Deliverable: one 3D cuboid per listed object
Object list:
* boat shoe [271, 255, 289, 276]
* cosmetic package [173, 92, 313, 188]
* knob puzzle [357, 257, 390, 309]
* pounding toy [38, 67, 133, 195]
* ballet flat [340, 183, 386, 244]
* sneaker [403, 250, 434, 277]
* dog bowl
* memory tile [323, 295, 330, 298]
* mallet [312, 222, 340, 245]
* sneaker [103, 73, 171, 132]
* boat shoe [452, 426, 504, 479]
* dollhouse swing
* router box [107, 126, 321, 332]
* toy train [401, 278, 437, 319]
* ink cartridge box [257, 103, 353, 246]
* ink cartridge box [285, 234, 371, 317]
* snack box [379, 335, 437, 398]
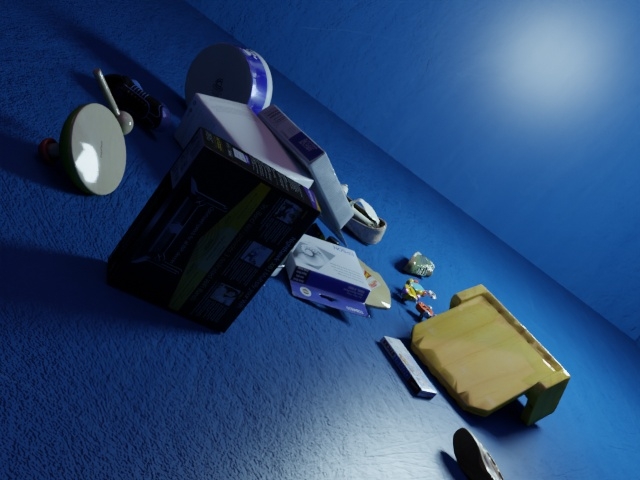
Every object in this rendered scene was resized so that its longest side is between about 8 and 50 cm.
[{"bbox_3d":[-0.163,0.011,1.672,0.301,0.102,0.108,13,31,-53],"label":"boat shoe"},{"bbox_3d":[-0.209,-0.220,2.032,0.197,0.155,0.365,6,37,-46],"label":"cosmetic package"},{"bbox_3d":[0.102,0.120,2.004,0.213,0.030,0.213,24,29,-14],"label":"knob puzzle"},{"bbox_3d":[-0.482,-0.201,1.547,0.183,0.110,0.237,62,32,-52],"label":"pounding toy"},{"bbox_3d":[0.078,-0.113,2.401,0.316,0.106,0.107,35,44,-9],"label":"ballet flat"},{"bbox_3d":[0.329,0.085,2.498,0.086,0.064,0.192,36,14,9],"label":"sneaker"},{"bbox_3d":[-0.281,-0.461,2.329,0.265,0.265,0.104,46,22,22],"label":"dog bowl"},{"bbox_3d":[0.002,0.084,1.918,0.148,0.012,0.113,44,31,22],"label":"memory tile"},{"bbox_3d":[0.000,0.000,2.138,0.039,0.062,0.190,32,4,-24],"label":"mallet"},{"bbox_3d":[-0.486,-0.360,2.007,0.232,0.081,0.090,41,20,31],"label":"sneaker"},{"bbox_3d":[0.332,0.469,1.593,0.059,0.063,0.170,23,32,-45],"label":"boat shoe"},{"bbox_3d":[0.419,0.349,2.045,0.347,0.305,0.315,49,-21,31],"label":"dollhouse swing"},{"bbox_3d":[-0.188,-0.008,1.338,0.243,0.309,0.081,29,21,-28],"label":"router box"},{"bbox_3d":[0.284,0.176,2.230,0.125,0.046,0.166,39,21,-1],"label":"toy train"},{"bbox_3d":[-0.030,-0.186,2.162,0.324,0.071,0.330,47,-11,45],"label":"ink cartridge box"},{"bbox_3d":[0.013,0.075,1.873,0.223,0.045,0.224,19,30,-28],"label":"ink cartridge box"},{"bbox_3d":[0.207,0.299,1.818,0.064,0.022,0.178,22,24,-43],"label":"snack box"}]
